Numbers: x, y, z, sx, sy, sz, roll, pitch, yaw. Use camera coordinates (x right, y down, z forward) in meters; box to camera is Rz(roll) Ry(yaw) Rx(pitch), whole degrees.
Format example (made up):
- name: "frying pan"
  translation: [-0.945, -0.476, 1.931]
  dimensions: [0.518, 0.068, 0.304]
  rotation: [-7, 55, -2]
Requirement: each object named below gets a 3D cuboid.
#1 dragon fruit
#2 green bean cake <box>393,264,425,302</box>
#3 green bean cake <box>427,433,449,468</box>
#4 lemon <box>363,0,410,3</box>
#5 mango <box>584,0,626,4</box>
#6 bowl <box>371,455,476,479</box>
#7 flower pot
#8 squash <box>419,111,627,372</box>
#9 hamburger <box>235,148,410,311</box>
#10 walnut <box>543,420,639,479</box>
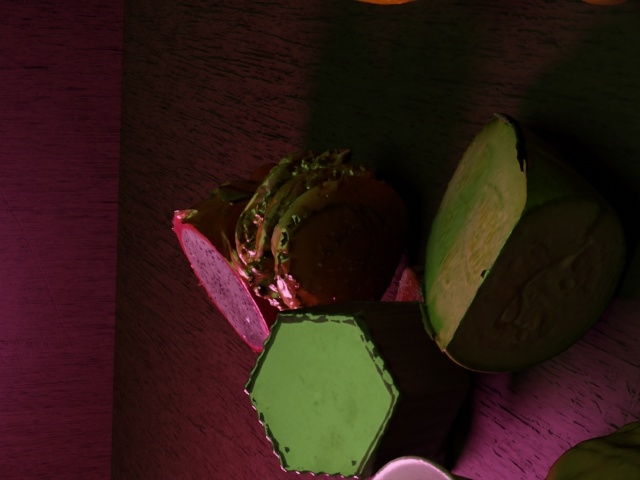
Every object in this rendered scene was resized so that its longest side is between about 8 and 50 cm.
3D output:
- name: "dragon fruit"
  translation: [-0.080, 0.017, 2.050]
  dimensions: [0.305, 0.226, 0.305]
  rotation: [46, 159, 23]
- name: "green bean cake"
  translation: [0.148, 0.117, 1.706]
  dimensions: [0.135, 0.056, 0.136]
  rotation: [57, 141, 46]
- name: "green bean cake"
  translation: [0.098, 0.231, 1.779]
  dimensions: [0.232, 0.097, 0.198]
  rotation: [-152, 63, -65]
- name: "lemon"
  translation: [0.084, -0.444, 1.499]
  dimensions: [0.364, 0.364, 0.364]
  rotation: [179, 90, -67]
- name: "mango"
  translation: [0.307, -0.353, 1.228]
  dimensions: [0.156, 0.114, 0.251]
  rotation: [-109, 27, -50]
- name: "bowl"
  translation: [0.206, 0.453, 1.411]
  dimensions: [0.435, 0.196, 0.435]
  rotation: [179, 90, -68]
- name: "flower pot"
  translation: [0.048, 0.185, 1.589]
  dimensions: [0.239, 0.189, 0.209]
  rotation: [0, 91, 35]
- name: "squash"
  translation: [0.187, -0.031, 1.419]
  dimensions: [0.309, 0.210, 0.234]
  rotation: [54, 128, 46]
- name: "hamburger"
  translation: [-0.002, 0.004, 1.813]
  dimensions: [0.211, 0.260, 0.245]
  rotation: [29, 135, 59]
- name: "walnut"
  translation: [0.322, 0.310, 1.024]
  dimensions: [0.344, 0.306, 0.306]
  rotation: [-152, 63, -68]
